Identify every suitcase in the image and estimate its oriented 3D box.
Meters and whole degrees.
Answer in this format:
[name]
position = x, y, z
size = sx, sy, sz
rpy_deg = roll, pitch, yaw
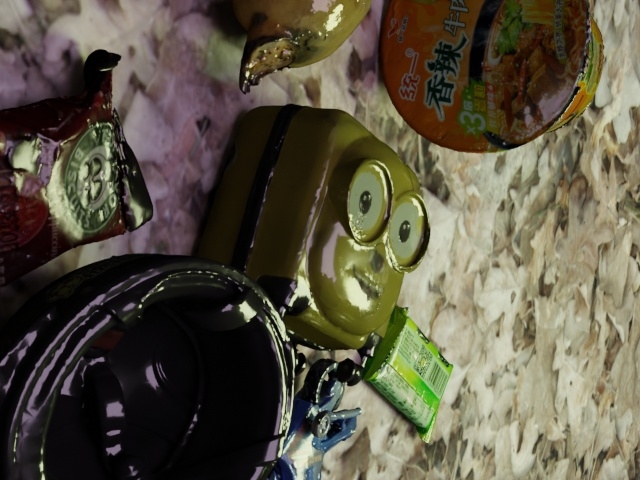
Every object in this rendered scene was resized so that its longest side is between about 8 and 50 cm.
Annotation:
[suitcase]
position = 0.000, 0.000, 1.110
size = 0.194, 0.143, 0.234
rpy_deg = 33, 69, -51

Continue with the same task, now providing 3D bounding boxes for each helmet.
[helmet]
position = -0.161, 0.122, 0.901
size = 0.279, 0.160, 0.230
rpy_deg = -20, 112, -35

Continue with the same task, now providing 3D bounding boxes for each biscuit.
[biscuit]
position = -0.211, -0.047, 0.888
size = 0.235, 0.063, 0.151
rpy_deg = -34, 134, -51

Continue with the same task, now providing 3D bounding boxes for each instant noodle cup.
[instant noodle cup]
position = 0.204, -0.204, 1.306
size = 0.182, 0.230, 0.230
rpy_deg = -3, 98, -63

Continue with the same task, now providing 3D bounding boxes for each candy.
[candy]
position = 0.104, 0.154, 1.372
size = 0.178, 0.032, 0.102
rpy_deg = 48, 62, -47

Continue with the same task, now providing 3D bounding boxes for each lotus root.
[lotus root]
position = -0.016, -0.224, 1.079
size = 0.125, 0.118, 0.221
rpy_deg = 48, 54, -26

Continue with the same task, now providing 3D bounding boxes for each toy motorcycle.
[toy motorcycle]
position = -0.026, 0.211, 1.176
size = 0.205, 0.076, 0.114
rpy_deg = -52, 143, -37
